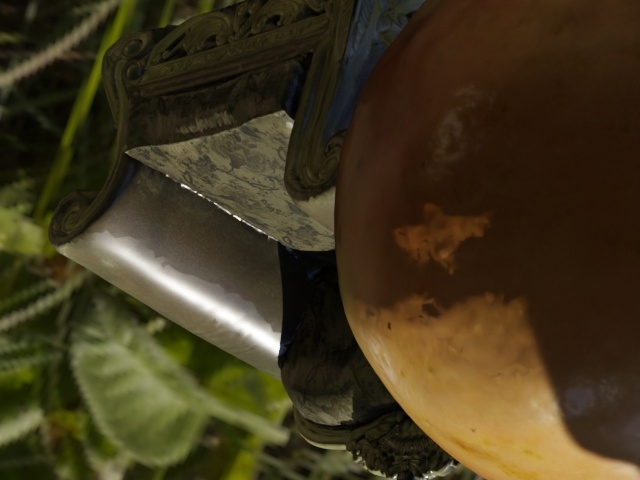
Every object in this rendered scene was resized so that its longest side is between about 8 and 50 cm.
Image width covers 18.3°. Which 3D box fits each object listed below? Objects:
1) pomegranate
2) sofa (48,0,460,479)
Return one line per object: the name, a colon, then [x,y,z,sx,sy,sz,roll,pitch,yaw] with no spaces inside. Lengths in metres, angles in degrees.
pomegranate: [0.104,-0.010,0.649,0.209,0.209,0.209,-34,134,-44]
sofa: [0.000,0.000,0.979,0.200,0.258,0.182,34,65,-31]
